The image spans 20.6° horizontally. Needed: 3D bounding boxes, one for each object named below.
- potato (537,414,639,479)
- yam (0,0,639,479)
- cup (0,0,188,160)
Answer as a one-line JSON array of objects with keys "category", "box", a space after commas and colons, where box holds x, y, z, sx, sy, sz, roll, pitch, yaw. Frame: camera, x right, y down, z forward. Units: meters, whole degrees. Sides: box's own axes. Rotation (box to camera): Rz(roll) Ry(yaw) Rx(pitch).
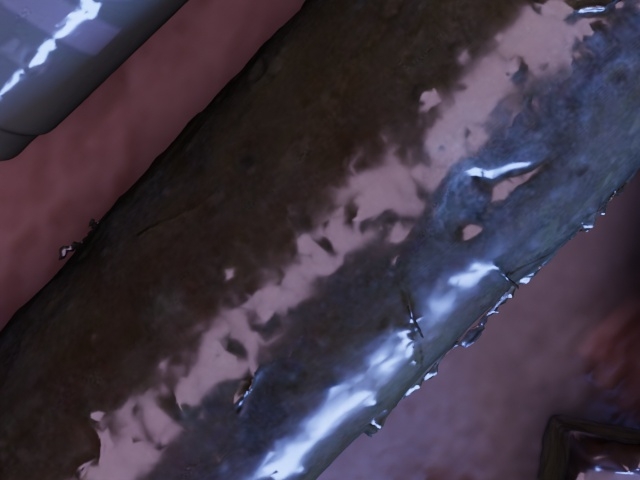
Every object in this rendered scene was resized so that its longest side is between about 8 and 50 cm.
[{"category": "potato", "box": [0.124, 0.102, 0.558, 0.122, 0.061, 0.086, 10, 99, -8]}, {"category": "yam", "box": [0.000, 0.000, 0.508, 0.106, 0.106, 0.259, 44, 94, -10]}, {"category": "cup", "box": [-0.073, -0.099, 0.485, 0.120, 0.120, 0.141, 44, 106, -10]}]
